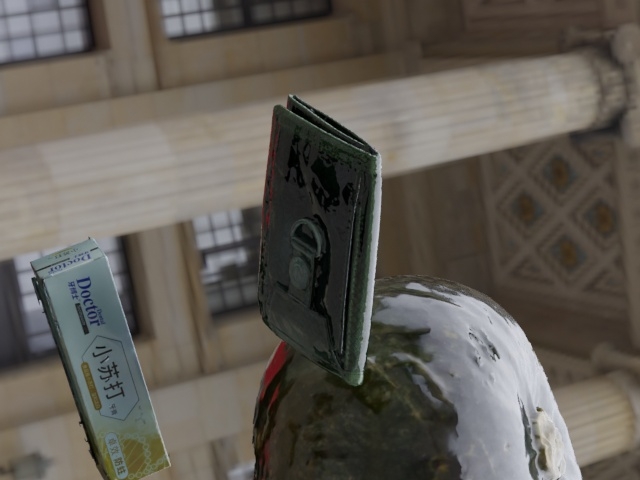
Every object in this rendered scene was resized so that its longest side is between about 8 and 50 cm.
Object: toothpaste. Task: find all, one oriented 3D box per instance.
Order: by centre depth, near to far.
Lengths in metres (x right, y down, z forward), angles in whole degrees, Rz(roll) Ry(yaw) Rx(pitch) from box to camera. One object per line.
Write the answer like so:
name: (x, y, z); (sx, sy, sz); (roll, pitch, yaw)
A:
toothpaste: (-0.265, 0.151, 1.854); (0.071, 0.089, 0.313); (-136, -151, -58)

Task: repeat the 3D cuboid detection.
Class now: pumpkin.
pumpkin: (0.097, 0.260, 1.672); (0.344, 0.454, 0.454); (-13, -90, 20)

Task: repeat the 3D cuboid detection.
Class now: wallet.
wallet: (-0.002, 0.000, 1.431); (0.160, 0.055, 0.236); (34, -49, 47)
